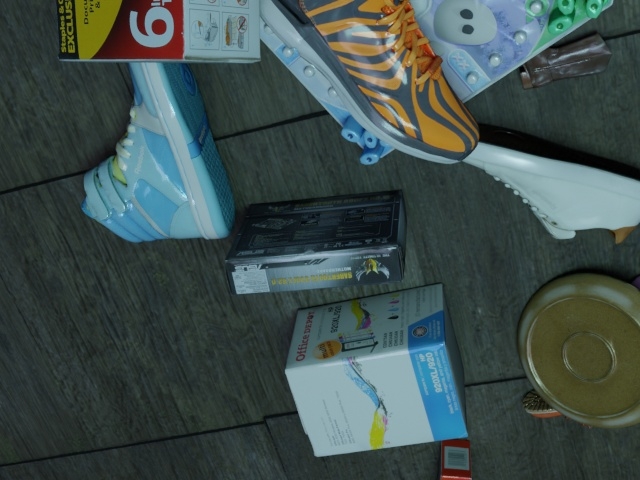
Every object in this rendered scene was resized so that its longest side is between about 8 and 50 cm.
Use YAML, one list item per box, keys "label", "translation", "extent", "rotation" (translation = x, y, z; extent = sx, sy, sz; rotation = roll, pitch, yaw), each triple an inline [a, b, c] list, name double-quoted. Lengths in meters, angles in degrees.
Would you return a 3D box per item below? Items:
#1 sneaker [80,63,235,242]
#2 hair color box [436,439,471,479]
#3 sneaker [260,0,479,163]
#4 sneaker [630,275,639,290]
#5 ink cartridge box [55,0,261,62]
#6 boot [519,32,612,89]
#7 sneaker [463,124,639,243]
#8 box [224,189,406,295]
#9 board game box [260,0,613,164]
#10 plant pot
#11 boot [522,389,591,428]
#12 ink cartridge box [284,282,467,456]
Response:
- label: "sneaker"
  translation: [-0.258, -0.128, 1.121]
  extent: [0.208, 0.127, 0.318]
  rotation: [-10, 115, 11]
- label: "hair color box"
  translation: [0.219, 0.427, 1.364]
  extent: [0.054, 0.093, 0.167]
  rotation: [3, 117, 7]
- label: "sneaker"
  translation: [0.086, -0.231, 0.901]
  extent: [0.321, 0.124, 0.180]
  rotation: [39, 133, -10]
- label: "sneaker"
  translation: [0.563, 0.097, 1.153]
  extent: [0.237, 0.095, 0.104]
  rotation: [-7, 121, 17]
- label: "ink cartridge box"
  translation: [-0.209, -0.354, 0.902]
  extent: [0.272, 0.130, 0.309]
  rotation: [8, 104, 35]
- label: "boot"
  translation: [0.306, -0.249, 1.032]
  extent: [0.114, 0.037, 0.106]
  rotation: [-11, 128, 16]
- label: "sneaker"
  translation: [0.297, -0.065, 1.089]
  extent: [0.290, 0.106, 0.123]
  rotation: [17, 116, -3]
- label: "box"
  translation: [0.000, 0.000, 1.121]
  extent: [0.231, 0.183, 0.056]
  rotation: [-5, 115, 9]
- label: "board game box"
  translation: [0.069, -0.314, 0.960]
  extent: [0.390, 0.050, 0.390]
  rotation: [46, 131, -15]
- label: "plant pot"
  translation: [0.389, 0.164, 1.172]
  extent: [0.236, 0.032, 0.236]
  rotation: [11, 108, 36]
- label: "boot"
  translation: [0.401, 0.266, 1.278]
  extent: [0.158, 0.059, 0.084]
  rotation: [-10, 120, 11]
- label: "ink cartridge box"
  translation: [0.086, 0.192, 1.215]
  extent: [0.233, 0.171, 0.168]
  rotation: [-12, 115, 13]
